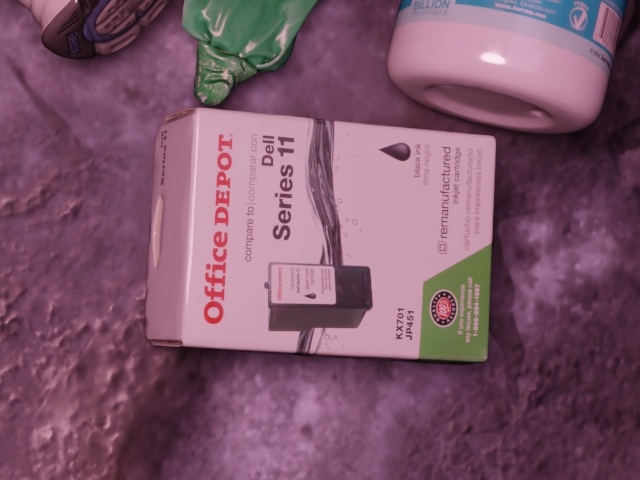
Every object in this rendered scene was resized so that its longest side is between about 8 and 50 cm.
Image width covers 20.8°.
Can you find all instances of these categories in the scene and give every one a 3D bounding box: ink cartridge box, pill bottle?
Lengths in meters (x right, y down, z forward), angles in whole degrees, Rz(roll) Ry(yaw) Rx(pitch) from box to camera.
[{"bbox_3d":[0.000,0.000,1.123,0.208,0.087,0.153,4,86,-19],"label":"ink cartridge box"},{"bbox_3d":[0.141,-0.213,1.152,0.146,0.146,0.264,17,82,-19],"label":"pill bottle"}]

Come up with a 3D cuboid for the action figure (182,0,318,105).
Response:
[{"bbox_3d":[-0.031,-0.192,1.131,0.137,0.063,0.232,28,75,-19],"label":"action figure"}]

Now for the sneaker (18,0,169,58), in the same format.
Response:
[{"bbox_3d":[-0.093,-0.253,1.059,0.297,0.111,0.129,-45,72,-5],"label":"sneaker"}]
